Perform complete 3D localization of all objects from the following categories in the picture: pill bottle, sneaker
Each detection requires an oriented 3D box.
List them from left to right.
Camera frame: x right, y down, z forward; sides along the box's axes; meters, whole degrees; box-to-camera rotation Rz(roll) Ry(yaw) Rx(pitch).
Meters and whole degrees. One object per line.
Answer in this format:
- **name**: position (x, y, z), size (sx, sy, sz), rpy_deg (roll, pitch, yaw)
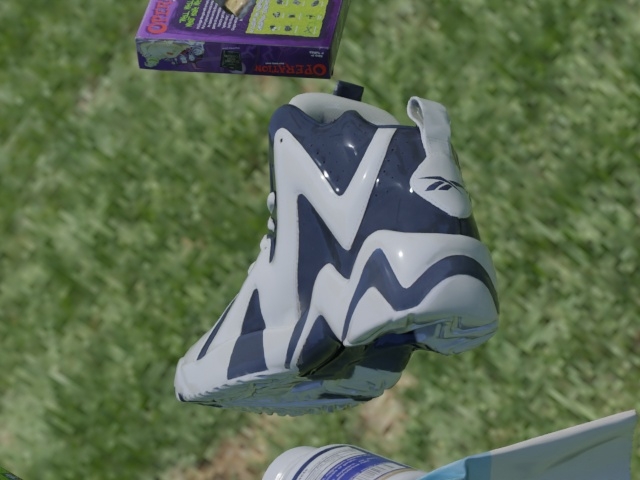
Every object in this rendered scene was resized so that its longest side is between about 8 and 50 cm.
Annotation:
- **sneaker**: position (0.000, 0.000, 0.991), size (0.235, 0.094, 0.153), rpy_deg (-33, 53, 55)
- **pill bottle**: position (0.029, 0.227, 1.551), size (0.112, 0.112, 0.186), rpy_deg (-59, 28, -11)

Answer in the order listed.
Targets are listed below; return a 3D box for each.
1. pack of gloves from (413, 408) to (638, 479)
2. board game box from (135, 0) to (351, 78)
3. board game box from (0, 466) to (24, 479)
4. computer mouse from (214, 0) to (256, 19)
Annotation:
- **pack of gloves**: position (0.089, 0.203, 1.180), size (0.232, 0.195, 0.046), rpy_deg (-13, 51, -7)
- **board game box**: position (-0.063, -0.299, 2.060), size (0.347, 0.208, 0.056), rpy_deg (-76, -9, -47)
- **board game box**: position (-0.274, 0.139, 1.181), size (0.181, 0.092, 0.043), rpy_deg (23, 99, 36)
- **computer mouse**: position (-0.046, -0.209, 1.054), size (0.262, 0.060, 0.184), rpy_deg (36, 127, 58)
